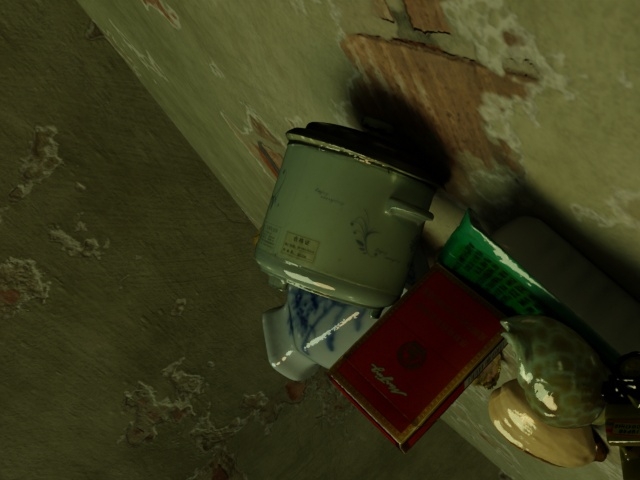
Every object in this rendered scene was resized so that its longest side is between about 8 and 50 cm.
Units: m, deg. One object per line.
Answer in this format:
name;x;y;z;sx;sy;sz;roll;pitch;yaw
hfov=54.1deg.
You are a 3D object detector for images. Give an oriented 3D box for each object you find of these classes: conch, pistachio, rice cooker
conch;0.283;0.155;0.738;0.172;0.106;0.116;60;-174;15
pistachio;0.465;0.379;1.308;0.229;0.157;0.157;39;168;14
rice cooker;0.043;-0.049;0.979;0.264;0.316;0.317;16;-168;-41

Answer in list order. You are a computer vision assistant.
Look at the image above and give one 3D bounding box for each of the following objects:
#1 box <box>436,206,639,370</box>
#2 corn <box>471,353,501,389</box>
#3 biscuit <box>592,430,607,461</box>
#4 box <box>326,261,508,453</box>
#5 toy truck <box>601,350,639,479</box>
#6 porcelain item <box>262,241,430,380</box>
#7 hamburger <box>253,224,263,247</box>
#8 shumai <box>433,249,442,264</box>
box;0.326;0.087;0.867;0.337;0.106;0.264;43;170;12
corn;0.301;0.246;1.523;0.305;0.122;0.123;34;166;42
biscuit;0.559;0.428;1.440;0.212;0.036;0.212;45;168;12
box;0.147;0.166;0.913;0.153;0.240;0.074;41;166;25
toy truck;0.412;0.176;0.595;0.257;0.127;0.127;-19;115;38
porcelain item;0.048;0.142;1.349;0.179;0.405;0.242;16;-131;-37
hamburger;0.000;0.000;1.571;0.303;0.186;0.261;39;156;-18
shumai;0.258;0.081;1.183;0.139;0.105;0.123;-16;117;50
